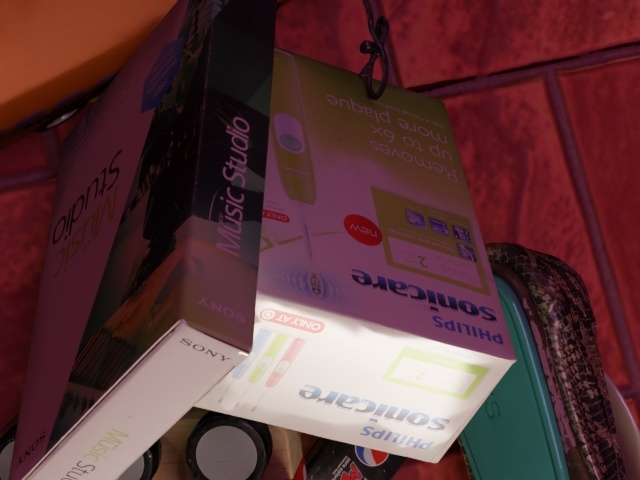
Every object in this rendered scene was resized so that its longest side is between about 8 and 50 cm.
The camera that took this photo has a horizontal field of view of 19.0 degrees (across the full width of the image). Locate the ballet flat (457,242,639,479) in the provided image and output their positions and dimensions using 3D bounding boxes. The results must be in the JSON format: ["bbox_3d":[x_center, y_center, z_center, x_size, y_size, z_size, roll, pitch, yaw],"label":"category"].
[{"bbox_3d":[0.201,0.238,1.471,0.182,0.164,0.483,1,77,-48],"label":"ballet flat"}]

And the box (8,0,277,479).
[{"bbox_3d":[-0.116,-0.004,1.264,0.058,0.232,0.322,23,45,-24],"label":"box"}]

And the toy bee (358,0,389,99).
[{"bbox_3d":[-0.004,-0.274,1.364,0.162,0.195,0.298,9,76,-10],"label":"toy bee"}]

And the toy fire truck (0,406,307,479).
[{"bbox_3d":[-0.118,0.236,1.353,0.217,0.158,0.246,-5,101,7],"label":"toy fire truck"}]

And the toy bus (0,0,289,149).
[{"bbox_3d":[-0.158,-0.175,1.434,0.332,0.130,0.108,-29,90,-20],"label":"toy bus"}]

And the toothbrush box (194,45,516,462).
[{"bbox_3d":[0.000,0.000,1.370,0.206,0.122,0.283,16,39,-23],"label":"toothbrush box"}]

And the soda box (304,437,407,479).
[{"bbox_3d":[0.013,0.184,1.463,0.060,0.053,0.169,42,71,-7],"label":"soda box"}]
